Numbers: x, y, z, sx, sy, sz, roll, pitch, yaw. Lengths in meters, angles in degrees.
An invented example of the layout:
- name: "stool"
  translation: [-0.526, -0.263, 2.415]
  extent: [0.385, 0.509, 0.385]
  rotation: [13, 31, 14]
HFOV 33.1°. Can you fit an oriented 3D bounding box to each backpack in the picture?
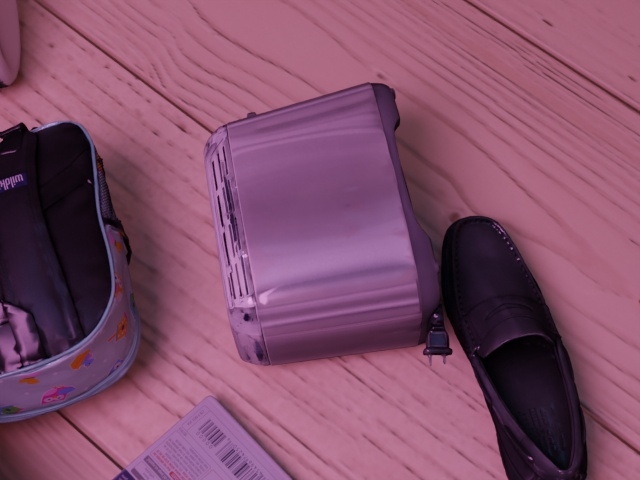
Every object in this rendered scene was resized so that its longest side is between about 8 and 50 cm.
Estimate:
- name: "backpack"
  translation: [-0.211, 0.033, 0.752]
  extent: [0.166, 0.144, 0.188]
  rotation: [-16, 53, -8]

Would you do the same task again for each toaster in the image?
- name: "toaster"
  translation: [0.000, 0.000, 0.785]
  extent: [0.147, 0.129, 0.226]
  rotation: [-11, 66, -2]

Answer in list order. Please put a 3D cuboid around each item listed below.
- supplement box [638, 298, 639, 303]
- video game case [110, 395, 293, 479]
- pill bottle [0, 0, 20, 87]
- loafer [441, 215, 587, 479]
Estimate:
- name: "supplement box"
  translation: [0.289, 0.025, 0.814]
  extent: [0.083, 0.055, 0.043]
  rotation: [-41, 72, -18]
- name: "video game case"
  translation: [-0.076, 0.234, 0.722]
  extent: [0.183, 0.023, 0.201]
  rotation: [-40, 71, -19]
- name: "pill bottle"
  translation: [-0.377, -0.176, 0.864]
  extent: [0.246, 0.130, 0.130]
  rotation: [-6, 64, -3]
- name: "loafer"
  translation: [0.141, 0.075, 0.773]
  extent: [0.076, 0.078, 0.223]
  rotation: [-11, 64, -7]
